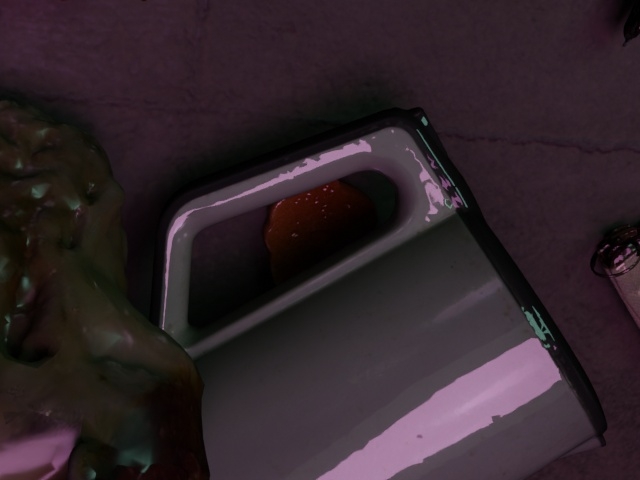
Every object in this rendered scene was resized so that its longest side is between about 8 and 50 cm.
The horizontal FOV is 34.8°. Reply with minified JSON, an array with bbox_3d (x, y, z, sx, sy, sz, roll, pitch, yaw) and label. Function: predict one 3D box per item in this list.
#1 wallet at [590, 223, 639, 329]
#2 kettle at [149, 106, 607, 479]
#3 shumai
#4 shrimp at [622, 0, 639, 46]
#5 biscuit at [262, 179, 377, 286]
[{"bbox_3d":[0.449,0.017,1.012,0.335,0.068,0.274,-33,119,2],"label":"wallet"},{"bbox_3d":[-0.009,0.105,0.838,0.377,0.250,0.361,-32,93,6],"label":"kettle"},{"bbox_3d":[-0.212,0.065,0.665,0.346,0.283,0.217,-43,138,-33],"label":"shumai"},{"bbox_3d":[0.306,-0.238,0.848,0.174,0.076,0.082,-47,160,7],"label":"shrimp"},{"bbox_3d":[0.000,0.000,0.901,0.102,0.019,0.130,-7,120,-10],"label":"biscuit"}]
